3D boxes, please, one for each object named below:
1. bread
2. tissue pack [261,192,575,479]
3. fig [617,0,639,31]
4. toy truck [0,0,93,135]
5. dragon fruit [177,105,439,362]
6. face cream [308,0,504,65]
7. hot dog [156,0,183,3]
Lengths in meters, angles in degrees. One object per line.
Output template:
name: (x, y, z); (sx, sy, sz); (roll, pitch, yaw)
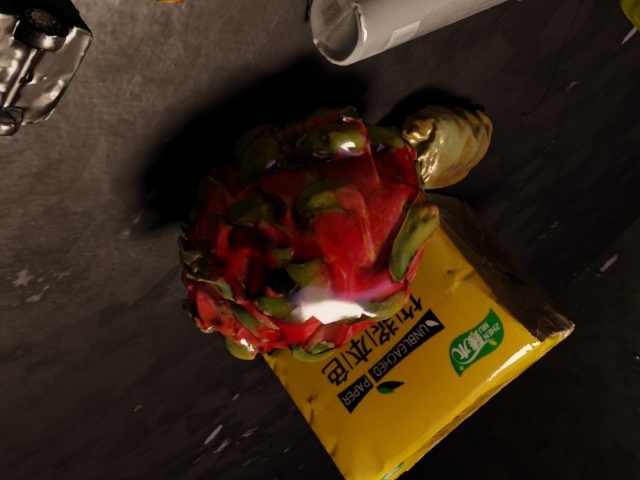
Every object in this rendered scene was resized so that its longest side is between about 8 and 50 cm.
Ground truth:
bread: (0.148, -0.110, 1.138); (0.128, 0.088, 0.232); (-39, 165, 25)
tissue pack: (0.143, 0.157, 1.381); (0.382, 0.293, 0.228); (-45, 157, 21)
fig: (0.433, -0.290, 1.035); (0.233, 0.233, 0.314); (-24, 165, -31)
toy truck: (-0.244, -0.121, 0.430); (0.088, 0.121, 0.259); (-49, 156, 26)
dragon fruit: (-0.007, -0.010, 0.905); (0.302, 0.237, 0.231); (-39, -177, -26)
face cream: (0.119, -0.237, 0.822); (0.269, 0.073, 0.107); (-26, -173, -25)
hot dog: (-0.084, -0.222, 0.593); (0.062, 0.038, 0.144); (-4, 139, -51)
